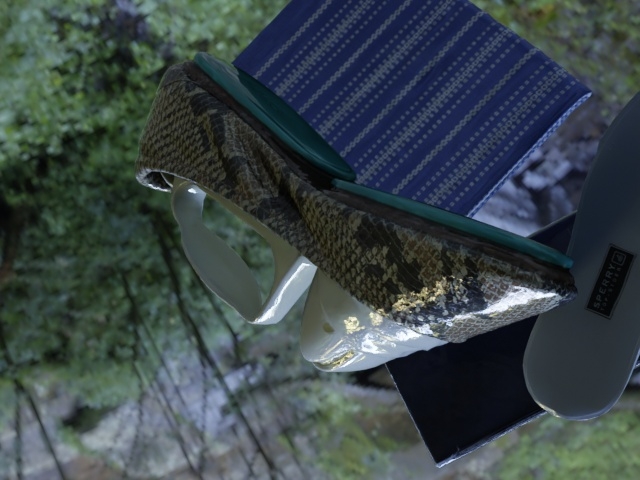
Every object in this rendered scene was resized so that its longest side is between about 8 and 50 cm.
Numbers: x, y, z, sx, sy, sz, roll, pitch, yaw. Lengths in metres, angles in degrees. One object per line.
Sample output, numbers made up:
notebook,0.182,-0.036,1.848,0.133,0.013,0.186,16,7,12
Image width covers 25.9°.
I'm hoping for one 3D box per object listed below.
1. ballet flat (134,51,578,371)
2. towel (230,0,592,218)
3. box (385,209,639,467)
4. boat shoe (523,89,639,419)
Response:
ballet flat,0.000,0.000,1.145,0.164,0.482,0.182,20,100,-47
towel,0.063,-0.140,1.343,0.243,0.336,0.040,-47,146,0
box,0.236,0.104,1.562,0.294,0.183,0.296,-30,170,8
boat shoe,0.252,-0.006,1.060,0.105,0.113,0.306,-33,143,-62
